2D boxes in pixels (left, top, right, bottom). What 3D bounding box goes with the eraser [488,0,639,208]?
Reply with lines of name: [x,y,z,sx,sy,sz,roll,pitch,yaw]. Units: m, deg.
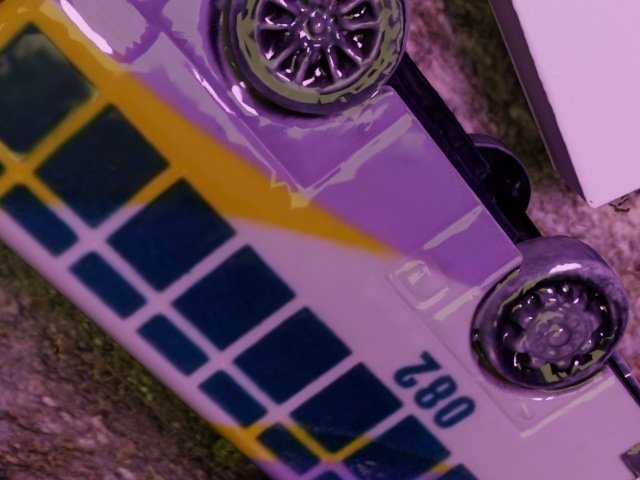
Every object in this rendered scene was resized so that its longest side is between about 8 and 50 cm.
eraser: [0.142,-0.166,0.517,0.078,0.076,0.298,-26,116,8]

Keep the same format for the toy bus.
toy bus: [0.000,0.000,0.510,0.249,0.209,0.440,-37,115,12]

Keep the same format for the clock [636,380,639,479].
clock: [0.270,0.177,0.667,0.254,0.189,0.188,14,115,-7]
